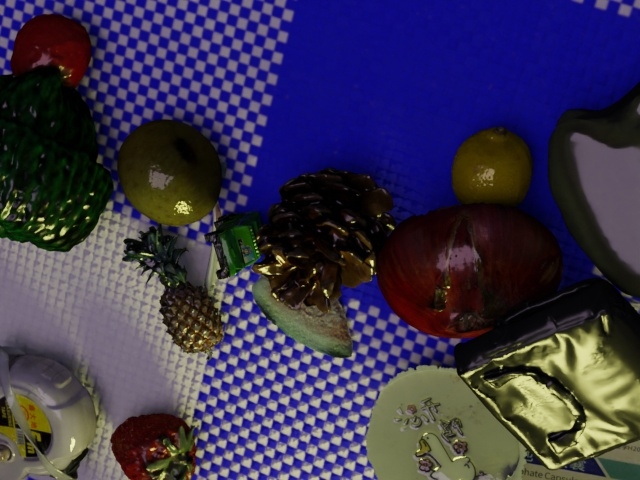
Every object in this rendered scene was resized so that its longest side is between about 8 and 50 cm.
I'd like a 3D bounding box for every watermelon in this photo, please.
[{"bbox_3d":[-0.021,0.102,1.949,0.094,0.081,0.180,-34,109,8],"label":"watermelon"}]

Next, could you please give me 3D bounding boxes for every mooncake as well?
[{"bbox_3d":[0.466,-0.092,1.668,0.351,0.187,0.351,4,103,17],"label":"mooncake"}]

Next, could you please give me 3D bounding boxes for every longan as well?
[{"bbox_3d":[-0.218,-0.093,1.924,0.145,0.176,0.154,-7,71,-16],"label":"longan"}]

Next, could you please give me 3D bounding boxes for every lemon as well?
[{"bbox_3d":[0.229,-0.093,1.786,0.109,0.109,0.133,12,123,15],"label":"lemon"}]

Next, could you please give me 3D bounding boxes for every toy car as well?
[{"bbox_3d":[-0.116,0.003,1.899,0.063,0.165,0.071,-16,100,9],"label":"toy car"}]

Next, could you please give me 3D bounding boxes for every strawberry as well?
[{"bbox_3d":[-0.255,0.323,2.072,0.131,0.148,0.131,-6,104,-24],"label":"strawberry"}]

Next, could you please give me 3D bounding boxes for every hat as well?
[{"bbox_3d":[-0.398,-0.161,1.924,0.242,0.274,0.332,19,82,1],"label":"hat"}]

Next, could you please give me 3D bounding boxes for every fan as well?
[{"bbox_3d":[0.214,0.365,1.901,0.233,0.012,0.414,-26,93,24],"label":"fan"}]

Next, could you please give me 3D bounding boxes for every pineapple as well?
[{"bbox_3d":[-0.215,0.081,1.992,0.103,0.083,0.221,-11,109,60],"label":"pineapple"}]

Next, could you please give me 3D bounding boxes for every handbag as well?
[{"bbox_3d":[0.328,0.175,1.726,0.244,0.088,0.275,-28,129,24],"label":"handbag"}]

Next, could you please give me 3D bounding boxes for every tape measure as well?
[{"bbox_3d":[-0.448,0.279,2.108,0.197,0.120,0.236,7,113,22],"label":"tape measure"}]

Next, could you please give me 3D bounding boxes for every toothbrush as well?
[{"bbox_3d":[-0.157,-0.021,1.983,0.022,0.017,0.204,19,111,33],"label":"toothbrush"}]

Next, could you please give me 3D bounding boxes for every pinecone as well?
[{"bbox_3d":[0.002,-0.005,1.833,0.179,0.204,0.184,19,122,15],"label":"pinecone"}]

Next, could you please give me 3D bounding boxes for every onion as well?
[{"bbox_3d":[0.197,0.048,1.773,0.248,0.248,0.161,-5,77,19],"label":"onion"}]

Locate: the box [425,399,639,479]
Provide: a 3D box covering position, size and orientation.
[{"bbox_3d":[0.323,0.336,1.901,0.343,0.065,0.200,8,108,16],"label":"box"}]
